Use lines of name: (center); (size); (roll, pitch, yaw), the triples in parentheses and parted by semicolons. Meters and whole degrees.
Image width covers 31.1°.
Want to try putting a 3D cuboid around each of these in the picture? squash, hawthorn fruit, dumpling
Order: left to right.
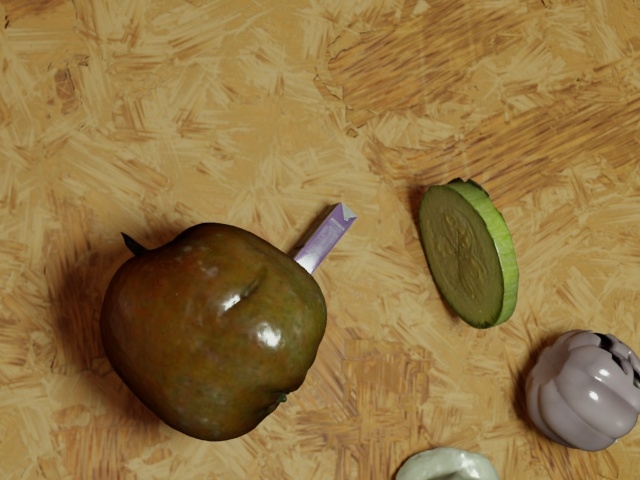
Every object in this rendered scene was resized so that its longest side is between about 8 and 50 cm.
hawthorn fruit: (-0.154, 0.102, 1.470); (0.301, 0.268, 0.268); (39, 74, -1)
dumpling: (0.204, 0.410, 1.624); (0.162, 0.132, 0.250); (-22, 76, -10)
squash: (0.206, 0.021, 1.616); (0.041, 0.219, 0.219); (-16, 90, -19)

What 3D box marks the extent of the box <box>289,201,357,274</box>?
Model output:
box: (0.000, 0.000, 1.638); (0.036, 0.050, 0.117); (42, 76, -11)

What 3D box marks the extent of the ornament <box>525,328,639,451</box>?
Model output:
ornament: (0.393, 0.222, 1.680); (0.177, 0.177, 0.178); (2, 84, -18)
